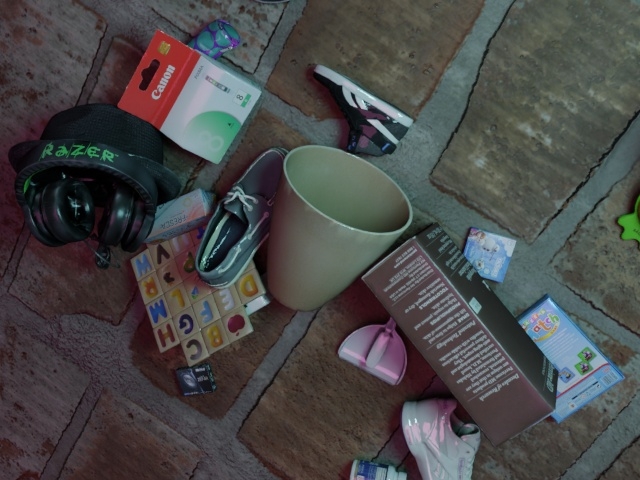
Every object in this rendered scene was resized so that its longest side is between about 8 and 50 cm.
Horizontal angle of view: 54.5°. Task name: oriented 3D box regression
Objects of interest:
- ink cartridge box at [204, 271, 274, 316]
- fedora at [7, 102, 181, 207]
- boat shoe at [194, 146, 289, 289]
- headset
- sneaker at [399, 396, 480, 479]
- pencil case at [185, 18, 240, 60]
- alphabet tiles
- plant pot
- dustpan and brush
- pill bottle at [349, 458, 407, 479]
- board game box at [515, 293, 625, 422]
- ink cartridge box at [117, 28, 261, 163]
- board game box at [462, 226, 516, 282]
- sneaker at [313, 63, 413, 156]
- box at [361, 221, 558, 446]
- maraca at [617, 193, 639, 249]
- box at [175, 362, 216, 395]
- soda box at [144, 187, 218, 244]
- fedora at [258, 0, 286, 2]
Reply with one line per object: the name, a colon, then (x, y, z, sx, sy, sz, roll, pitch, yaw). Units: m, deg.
ink cartridge box: (-0.167, 0.132, 1.333, 0.135, 0.099, 0.056, -32, 93, 18)
fedora: (-0.448, -0.181, 1.277, 0.333, 0.334, 0.153, 0, 70, 14)
boat shoe: (-0.149, -0.053, 1.234, 0.116, 0.099, 0.320, 27, 83, 16)
headset: (-0.441, -0.071, 1.220, 0.243, 0.185, 0.394, 5, 146, -10)
sneaker: (0.277, 0.468, 1.292, 0.152, 0.114, 0.305, -20, 97, 19)
pencil case: (-0.235, -0.375, 1.248, 0.151, 0.064, 0.070, -34, 68, 19)
alphabet tiles: (-0.270, 0.075, 1.322, 0.285, 0.011, 0.343, -30, 71, 18)
plant pot: (0.000, 0.000, 1.204, 0.256, 0.256, 0.274, 32, 125, 5)
dustpan and brush: (0.133, 0.201, 1.293, 0.147, 0.060, 0.211, 27, 108, 7)
pill bottle: (0.128, 0.526, 1.369, 0.120, 0.067, 0.067, 7, 104, 12)
board game box: (0.461, 0.234, 1.230, 0.160, 0.039, 0.211, -43, 90, 20)
ink cartridge box: (-0.257, -0.277, 1.225, 0.224, 0.056, 0.181, 23, 112, -31)
board game box: (0.328, 0.028, 1.225, 0.090, 0.020, 0.090, 16, 107, 10)
sneaker: (0.058, -0.238, 1.198, 0.216, 0.079, 0.121, 33, 107, 3)
box: (0.265, 0.161, 1.155, 0.143, 0.191, 0.381, -39, 84, 24)
maraca: (0.617, -0.049, 1.097, 0.127, 0.099, 0.186, 37, 135, 6)
box: (-0.291, 0.326, 1.452, 0.083, 0.018, 0.067, -11, 101, 16)
soda box: (-0.305, -0.049, 1.318, 0.183, 0.058, 0.063, -20, 75, 21)
fedora: (-0.085, -0.580, 1.130, 0.243, 0.124, 0.275, 35, 109, 4)
